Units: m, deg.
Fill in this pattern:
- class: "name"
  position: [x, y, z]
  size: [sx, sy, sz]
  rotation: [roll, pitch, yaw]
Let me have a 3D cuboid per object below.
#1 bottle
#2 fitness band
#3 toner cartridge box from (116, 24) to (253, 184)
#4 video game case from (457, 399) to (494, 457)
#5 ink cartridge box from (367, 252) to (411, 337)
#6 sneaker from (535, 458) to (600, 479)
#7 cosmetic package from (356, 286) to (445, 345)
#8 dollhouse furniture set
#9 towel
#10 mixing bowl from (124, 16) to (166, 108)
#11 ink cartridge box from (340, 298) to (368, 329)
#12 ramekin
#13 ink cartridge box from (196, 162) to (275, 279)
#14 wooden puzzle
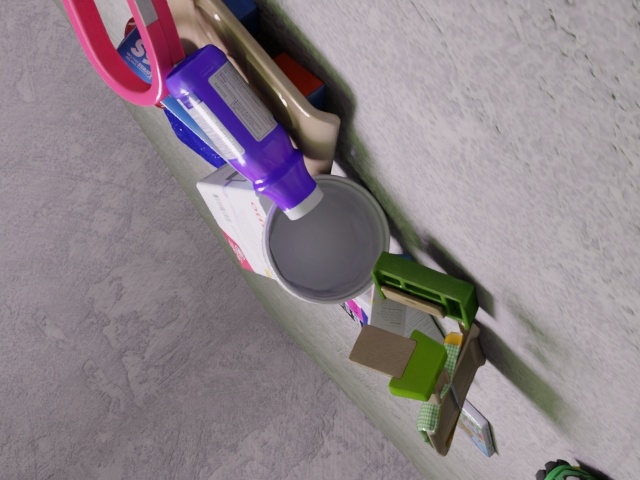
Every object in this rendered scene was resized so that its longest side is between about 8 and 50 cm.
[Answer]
- class: "bottle"
  position: [-0.106, -0.155, 1.357]
  size: [0.283, 0.092, 0.118]
  rotation: [50, 167, -16]
- class: "fitness band"
  position: [-0.305, -0.340, 1.381]
  size: [0.209, 0.054, 0.291]
  rotation: [19, 137, 40]
- class: "toner cartridge box"
  position: [-0.205, -0.242, 1.622]
  size: [0.348, 0.075, 0.165]
  rotation: [42, -168, -18]
- class: "video game case"
  position: [0.295, 0.365, 2.011]
  size: [0.212, 0.023, 0.193]
  rotation: [45, 168, 33]
- class: "ink cartridge box"
  position: [0.112, 0.121, 1.539]
  size: [0.061, 0.181, 0.104]
  rotation: [6, 163, 4]
- class: "sneaker"
  position: [0.466, 0.512, 1.455]
  size: [0.343, 0.134, 0.146]
  rotation: [53, 169, -6]
- class: "cosmetic package"
  position: [0.168, 0.174, 1.736]
  size: [0.231, 0.085, 0.117]
  rotation: [55, 170, -31]
- class: "dollhouse furniture set"
  position: [0.148, 0.187, 1.438]
  size: [0.151, 0.197, 0.301]
  rotation: [18, 158, 23]
- class: "towel"
  position: [-0.331, -0.313, 2.250]
  size: [0.227, 0.076, 0.308]
  rotation: [44, 168, 39]
- class: "mixing bowl"
  position: [-0.281, -0.349, 1.739]
  size: [0.181, 0.098, 0.181]
  rotation: [-13, -90, -71]
- class: "ink cartridge box"
  position: [0.053, 0.091, 2.021]
  size: [0.371, 0.069, 0.176]
  rotation: [45, 167, 23]
- class: "ramekin"
  position: [0.000, 0.000, 1.494]
  size: [0.207, 0.207, 0.109]
  rotation: [53, 167, -7]
- class: "ink cartridge box"
  position: [-0.098, -0.043, 1.841]
  size: [0.306, 0.131, 0.226]
  rotation: [13, 134, 60]
- class: "wooden puzzle"
  position: [-0.095, -0.258, 1.412]
  size: [0.348, 0.080, 0.322]
  rotation: [45, 170, 7]
